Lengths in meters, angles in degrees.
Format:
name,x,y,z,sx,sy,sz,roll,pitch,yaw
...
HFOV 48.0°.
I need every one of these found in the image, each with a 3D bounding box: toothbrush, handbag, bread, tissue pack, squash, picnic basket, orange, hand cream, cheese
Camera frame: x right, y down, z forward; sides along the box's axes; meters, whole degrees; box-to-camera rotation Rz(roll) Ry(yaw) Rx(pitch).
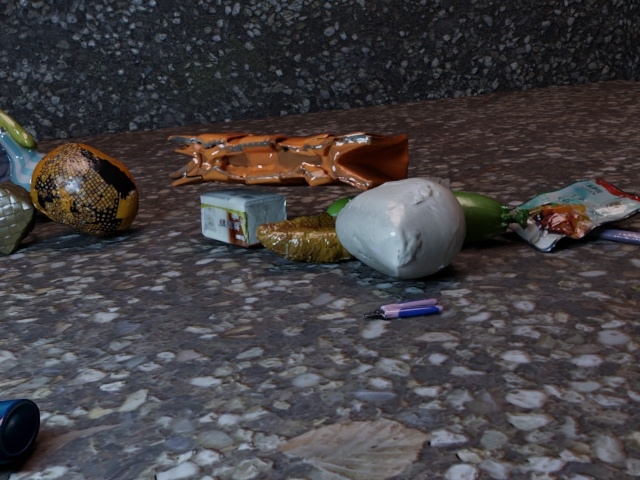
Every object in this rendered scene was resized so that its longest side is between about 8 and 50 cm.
name,x,y,z,sx,sy,sz,roll,pitch,yaw
toothbrush,0.461,-0.026,1.307,0.354,0.029,0.024,13,40,43
handbag,-0.050,-0.155,1.387,0.410,0.116,0.303,3,5,23
bread,0.000,0.000,1.274,0.233,0.076,0.105,-1,28,-10
tissue pack,-0.152,-0.046,1.423,0.106,0.099,0.148,-13,17,-41
tissue pack,0.210,-0.126,1.703,0.193,0.026,0.122,-2,17,10
squash,0.186,-0.042,1.320,0.378,0.101,0.101,2,18,18
picnic basket,-0.673,-0.057,1.538,0.128,0.138,0.178,30,0,-18
orange,-0.498,-0.104,1.535,0.234,0.234,0.182,16,70,49
hand cream,-0.439,0.213,0.755,0.270,0.061,0.120,-8,15,7
cheese,0.140,-0.018,1.159,0.189,0.154,0.198,-25,20,-22

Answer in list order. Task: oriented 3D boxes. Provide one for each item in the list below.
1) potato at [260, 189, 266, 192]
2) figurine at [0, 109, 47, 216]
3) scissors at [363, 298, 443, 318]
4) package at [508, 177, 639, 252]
name,x,y,z,sx,sy,sz,roll,pitch,yaw
potato,-0.143,-0.097,1.695,0.036,0.037,0.093,-13,19,-10
figurine,-0.828,-0.104,1.745,0.361,0.266,0.378,33,69,24
scissors,0.117,0.099,1.026,0.113,0.012,0.039,-7,17,-7
package,0.450,-0.054,1.299,0.232,0.040,0.166,-22,30,-9
